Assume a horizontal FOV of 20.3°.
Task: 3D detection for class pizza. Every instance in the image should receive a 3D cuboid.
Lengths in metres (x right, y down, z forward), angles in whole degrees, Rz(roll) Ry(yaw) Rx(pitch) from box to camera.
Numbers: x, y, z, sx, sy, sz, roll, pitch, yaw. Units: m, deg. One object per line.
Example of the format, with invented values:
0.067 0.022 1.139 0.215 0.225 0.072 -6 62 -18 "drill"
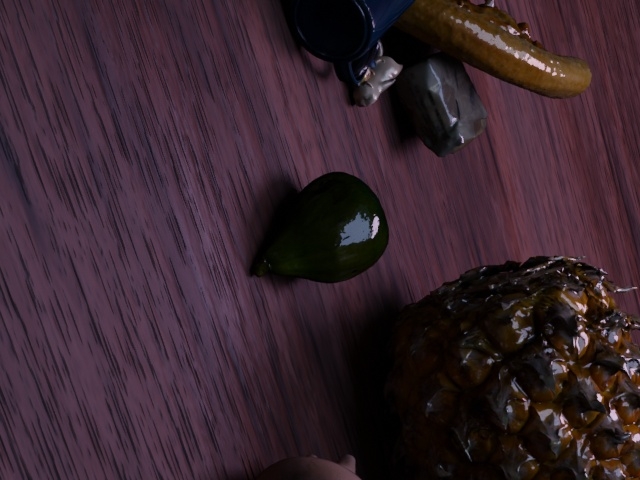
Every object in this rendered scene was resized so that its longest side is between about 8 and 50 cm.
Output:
0.189 -0.264 2.228 0.365 0.074 0.182 23 24 -24 "pizza"

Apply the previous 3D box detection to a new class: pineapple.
0.243 0.181 2.082 0.352 0.352 0.300 -28 107 -58 "pineapple"

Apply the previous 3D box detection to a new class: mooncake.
0.152 -0.172 2.252 0.130 0.073 0.125 -31 98 -60 "mooncake"

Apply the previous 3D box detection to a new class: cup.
0.046 -0.265 2.051 0.150 0.113 0.138 58 39 -18 "cup"

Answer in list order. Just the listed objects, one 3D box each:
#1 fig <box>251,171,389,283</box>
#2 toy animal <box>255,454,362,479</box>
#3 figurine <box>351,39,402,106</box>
0.000 0.000 1.949 0.177 0.117 0.117 -33 113 -45 "fig"
-0.015 0.317 1.802 0.149 0.165 0.248 57 33 -30 "toy animal"
0.058 -0.201 2.141 0.051 0.047 0.083 52 48 -20 "figurine"
